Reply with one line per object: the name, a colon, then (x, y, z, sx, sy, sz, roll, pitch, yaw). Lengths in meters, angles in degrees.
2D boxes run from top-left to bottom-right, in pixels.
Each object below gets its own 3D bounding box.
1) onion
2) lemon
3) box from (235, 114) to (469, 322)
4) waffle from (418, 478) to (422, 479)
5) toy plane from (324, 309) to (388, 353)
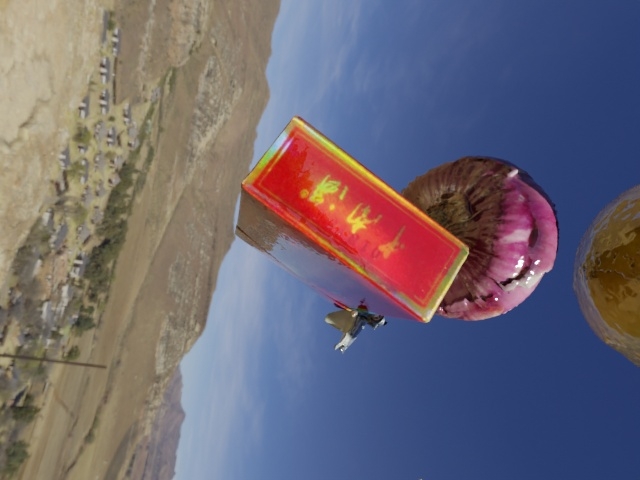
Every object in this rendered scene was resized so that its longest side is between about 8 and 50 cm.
onion: (0.203, 0.006, 0.556, 0.230, 0.163, 0.230, -30, -132, 40)
lemon: (0.448, 0.040, 0.484, 0.310, 0.253, 0.254, 52, 42, -68)
box: (0.001, 0.000, 0.494, 0.089, 0.197, 0.313, -56, -174, -12)
waffle: (0.110, 0.506, 0.782, 0.190, 0.032, 0.125, -16, -123, 44)
toy plane: (0.109, 0.092, 0.746, 0.262, 0.088, 0.192, -49, 162, -7)
